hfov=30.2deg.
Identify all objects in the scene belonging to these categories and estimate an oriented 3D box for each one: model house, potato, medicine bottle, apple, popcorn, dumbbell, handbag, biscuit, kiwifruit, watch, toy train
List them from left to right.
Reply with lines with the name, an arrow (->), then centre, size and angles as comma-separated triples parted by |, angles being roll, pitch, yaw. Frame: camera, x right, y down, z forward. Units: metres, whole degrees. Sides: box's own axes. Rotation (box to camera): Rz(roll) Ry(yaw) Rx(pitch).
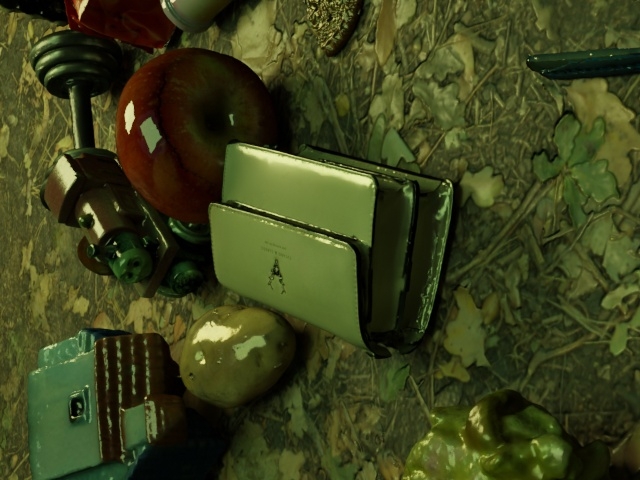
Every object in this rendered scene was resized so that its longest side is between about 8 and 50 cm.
dumbbell -> -0.444, -0.219, 2.219 | 0.179, 0.179, 0.406 | -31, 60, 46
kiwifruit -> -0.413, 0.025, 2.230 | 0.124, 0.075, 0.075 | 27, 106, 54
toy train -> -0.317, -0.023, 1.991 | 0.304, 0.222, 0.150 | 52, 122, 41
model house -> -0.282, 0.271, 1.904 | 0.329, 0.252, 0.294 | -27, 62, 41
apple -> -0.197, -0.160, 1.836 | 0.206, 0.252, 0.271 | -23, 91, 51
potato -> -0.133, 0.178, 1.802 | 0.235, 0.128, 0.161 | 3, 93, 47
medicine bottle -> -0.096, -0.475, 1.880 | 0.426, 0.108, 0.108 | -29, 62, 44
handbag -> 0.000, 0.000, 1.637 | 0.359, 0.160, 0.236 | 19, 107, 51
biscuit -> 0.017, -0.386, 1.776 | 0.126, 0.025, 0.206 | -38, 57, 42
popcorn -> 0.210, 0.278, 1.281 | 0.259, 0.212, 0.259 | -17, 66, 45
watch -> 0.366, -0.257, 1.277 | 0.274, 0.068, 0.276 | 43, 119, 46

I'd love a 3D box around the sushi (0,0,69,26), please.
sushi -> -0.498, -0.572, 2.230 | 0.328, 0.329, 0.285 | 47, 125, 53

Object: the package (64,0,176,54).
package -> -0.283, -0.528, 2.046 | 0.423, 0.196, 0.123 | -59, 42, 27
